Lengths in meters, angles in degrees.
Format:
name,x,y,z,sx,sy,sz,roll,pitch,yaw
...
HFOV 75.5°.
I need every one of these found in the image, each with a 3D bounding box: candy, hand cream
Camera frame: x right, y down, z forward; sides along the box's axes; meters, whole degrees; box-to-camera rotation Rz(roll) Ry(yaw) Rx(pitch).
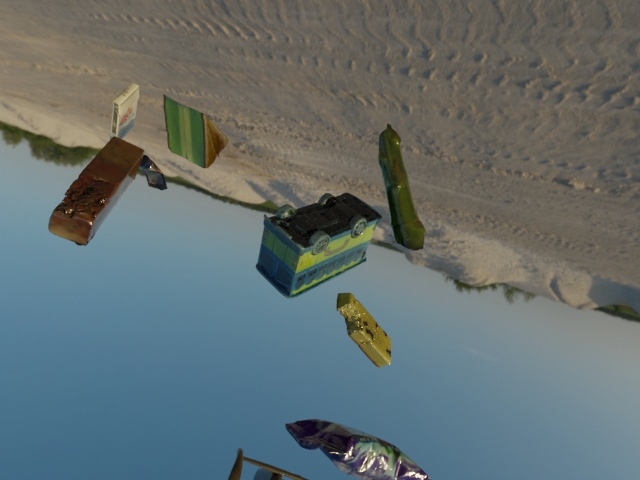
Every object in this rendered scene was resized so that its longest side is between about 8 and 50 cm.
name,x,y,z,sx,sy,sz,roll,pitch,yaw
candy,0.069,0.365,0.713,0.275,0.070,0.145,32,162,-31
hand cream,-0.501,-0.199,1.223,0.062,0.039,0.163,5,160,-5

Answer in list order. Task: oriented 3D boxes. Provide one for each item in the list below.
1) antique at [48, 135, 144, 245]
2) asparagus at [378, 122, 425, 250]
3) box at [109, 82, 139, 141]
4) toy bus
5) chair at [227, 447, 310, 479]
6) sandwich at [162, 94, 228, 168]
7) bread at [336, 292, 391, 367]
name,x,y,z,sx,sy,sz,roll,pitch,yaw
antique,-0.523,-0.126,0.985,0.087,0.093,0.310,25,-143,-17
asparagus,0.205,-0.136,1.094,0.082,0.343,0.085,-13,172,1
box,-0.632,-0.403,1.330,0.029,0.109,0.198,30,143,-12
toy bus,0.000,0.000,1.080,0.312,0.190,0.152,-22,-131,-41
chair,-0.154,0.694,1.094,0.272,0.188,0.166,32,139,-14
sandwich,-0.183,-0.180,0.620,0.074,0.074,0.116,27,147,2
bread,0.114,0.233,1.077,0.049,0.088,0.226,-21,124,29
